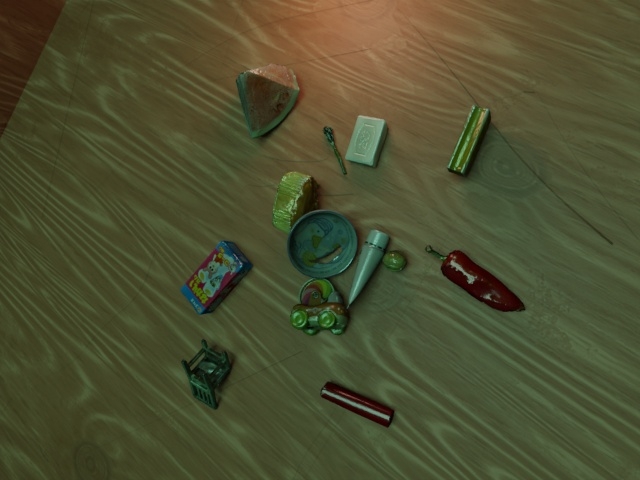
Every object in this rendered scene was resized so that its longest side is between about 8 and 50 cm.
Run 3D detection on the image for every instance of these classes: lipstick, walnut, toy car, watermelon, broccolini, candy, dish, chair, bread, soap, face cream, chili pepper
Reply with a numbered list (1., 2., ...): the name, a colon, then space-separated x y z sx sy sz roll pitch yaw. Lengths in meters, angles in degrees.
1. lipstick: 0.135 0.613 1.772 0.280 0.073 0.073 18 92 22
2. walnut: 0.276 0.076 1.753 0.092 0.092 0.092 -2 85 22
3. toy car: -0.001 0.250 1.837 0.235 0.145 0.235 -8 66 19
4. watermelon: -0.229 -0.584 1.944 0.283 0.292 0.250 -22 107 18
5. broccolini: 0.058 -0.365 1.913 0.042 0.044 0.218 -19 83 4
6. candy: -0.451 0.162 2.039 0.157 0.100 0.306 46 102 18
7. dish: 0.000 0.000 1.847 0.274 0.134 0.273 -3 108 -8
8. chair: -0.471 0.569 2.007 0.136 0.147 0.270 21 137 25
9. bread: -0.090 -0.142 1.874 0.133 0.179 0.250 18 95 27
10. soap: 0.183 -0.386 1.844 0.122 0.064 0.183 18 92 25
11. soap: 0.521 -0.340 1.658 0.073 0.140 0.232 23 94 23
12. face cream: 0.169 0.113 1.781 0.089 0.143 0.314 22 88 6
13. chili pepper: 0.532 0.132 1.637 0.388 0.110 0.110 37 99 16
